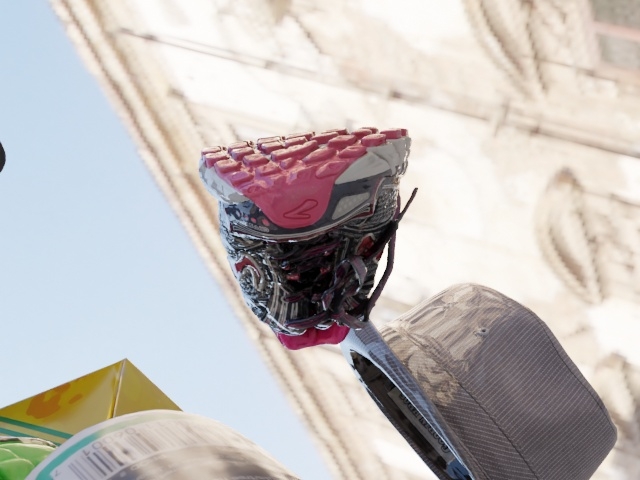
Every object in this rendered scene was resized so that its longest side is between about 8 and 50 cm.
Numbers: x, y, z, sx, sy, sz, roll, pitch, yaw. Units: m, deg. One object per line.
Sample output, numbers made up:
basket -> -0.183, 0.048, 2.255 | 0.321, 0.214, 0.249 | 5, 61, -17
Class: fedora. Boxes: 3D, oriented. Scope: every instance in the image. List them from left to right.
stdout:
fedora -> 0.133, 0.127, 1.196 | 0.124, 0.275, 0.244 | -38, -60, -7

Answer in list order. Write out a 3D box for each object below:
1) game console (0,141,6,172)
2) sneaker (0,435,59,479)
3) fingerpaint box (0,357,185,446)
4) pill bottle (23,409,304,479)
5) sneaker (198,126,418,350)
game console -> -0.434, -0.090, 1.617 | 0.293, 0.173, 0.250 | -52, -55, -33
sneaker -> -0.364, 0.199, 0.999 | 0.482, 0.202, 0.185 | -8, -60, -36
fingerpaint box -> -0.196, 0.340, 1.449 | 0.445, 0.371, 0.163 | 47, -147, -35
pill bottle -> -0.029, 0.232, 0.801 | 0.204, 0.361, 0.204 | -7, -75, -26
sneaker -> 0.000, 0.000, 0.939 | 0.299, 0.120, 0.112 | 66, -161, -82
